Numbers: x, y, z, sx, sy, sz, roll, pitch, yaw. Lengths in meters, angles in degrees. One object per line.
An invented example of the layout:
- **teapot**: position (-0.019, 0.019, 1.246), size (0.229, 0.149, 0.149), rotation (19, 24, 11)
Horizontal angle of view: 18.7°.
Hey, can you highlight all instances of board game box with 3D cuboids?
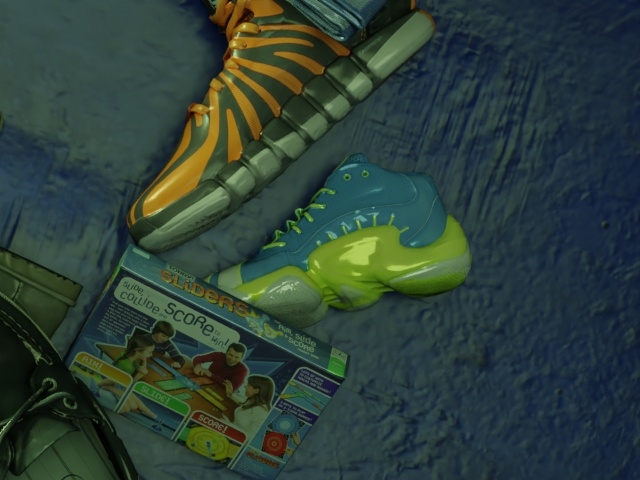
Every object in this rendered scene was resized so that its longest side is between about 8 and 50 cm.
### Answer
- **board game box**: position (-0.096, 0.104, 1.569), size (0.201, 0.035, 0.136), rotation (28, 121, -9)

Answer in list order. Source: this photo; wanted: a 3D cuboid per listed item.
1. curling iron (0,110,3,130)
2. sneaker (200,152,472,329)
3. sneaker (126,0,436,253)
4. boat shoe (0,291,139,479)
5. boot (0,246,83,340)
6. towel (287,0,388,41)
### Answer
- **curling iron**: position (-0.392, -0.093, 1.559), size (0.274, 0.035, 0.068), rotation (2, 86, -12)
- **sneaker**: position (0.000, 0.000, 1.621), size (0.240, 0.091, 0.126), rotation (-8, 70, -11)
- **sneaker**: position (-0.072, -0.140, 1.597), size (0.321, 0.124, 0.180), rotation (-42, 91, -22)
- **boat shoe**: position (-0.217, 0.160, 1.495), size (0.127, 0.113, 0.340), rotation (-34, 110, -23)
- **boot**: position (-0.303, 0.098, 1.554), size (0.189, 0.076, 0.208), rotation (26, 88, -10)
- **towel**: position (-0.043, -0.290, 1.574), size (0.285, 0.034, 0.209), rotation (36, 46, 3)
